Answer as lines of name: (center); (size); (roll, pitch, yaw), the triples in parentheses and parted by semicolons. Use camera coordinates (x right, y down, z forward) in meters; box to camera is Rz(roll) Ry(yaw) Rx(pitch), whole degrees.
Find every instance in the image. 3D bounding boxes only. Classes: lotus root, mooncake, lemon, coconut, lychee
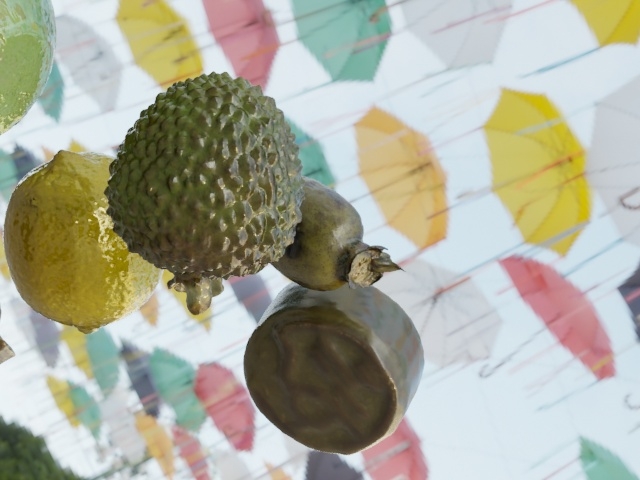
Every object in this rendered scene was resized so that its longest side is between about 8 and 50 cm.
lotus root: (-0.002, 0.001, 1.807); (0.278, 0.154, 0.154); (34, -40, 35)
mooncake: (0.017, 0.203, 1.931); (0.284, 0.155, 0.285); (10, -61, 18)
lemon: (-0.443, -0.002, 2.270); (0.336, 0.336, 0.336); (40, -37, 39)
coconut: (-0.515, -0.276, 1.582); (0.328, 0.281, 0.329); (2, -87, 31)
lychee: (-0.152, -0.066, 1.586); (0.320, 0.270, 0.270); (-49, -119, 15)

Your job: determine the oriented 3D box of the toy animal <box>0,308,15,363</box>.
toy animal: (-0.461, 0.075, 1.547); (0.179, 0.089, 0.188); (53, -47, 31)
